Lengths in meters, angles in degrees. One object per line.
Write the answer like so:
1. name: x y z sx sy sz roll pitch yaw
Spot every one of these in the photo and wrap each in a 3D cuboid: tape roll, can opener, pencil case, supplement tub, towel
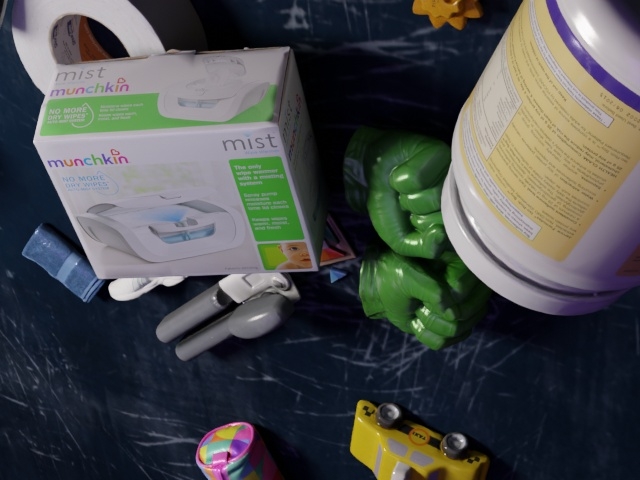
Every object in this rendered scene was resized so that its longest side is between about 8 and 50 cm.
1. tape roll: -0.236 -0.221 1.580 0.219 0.072 0.219 20 136 20
2. can opener: -0.124 0.094 1.786 0.074 0.093 0.280 46 143 -12
3. pencil case: -0.088 0.368 2.001 0.104 0.104 0.236 -5 123 38
4. supplement tub: 0.254 -0.107 1.210 0.241 0.241 0.331 33 141 5
5. towel: -0.348 0.031 1.923 0.119 0.029 0.067 40 138 -3

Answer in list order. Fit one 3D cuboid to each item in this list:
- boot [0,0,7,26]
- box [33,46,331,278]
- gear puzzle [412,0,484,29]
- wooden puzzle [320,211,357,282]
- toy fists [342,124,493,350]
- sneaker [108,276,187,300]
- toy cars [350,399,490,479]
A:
1. boot: -0.379 -0.357 1.544 0.244 0.088 0.176 -57 49 29
2. box: -0.139 -0.081 1.522 0.262 0.127 0.231 -2 140 11
3. gear puzzle: 0.173 -0.293 1.247 0.175 0.044 0.339 44 139 -8
4. wooden puzzle: 0.000 0.000 1.663 0.078 0.014 0.116 -20 114 45
5. toy fists: 0.109 0.003 1.528 0.142 0.096 0.279 11 132 25
6. sneaker: -0.223 0.035 1.829 0.152 0.053 0.061 -21 104 38
7. toy cars: 0.176 0.363 1.818 0.176 0.087 0.394 -24 112 46
